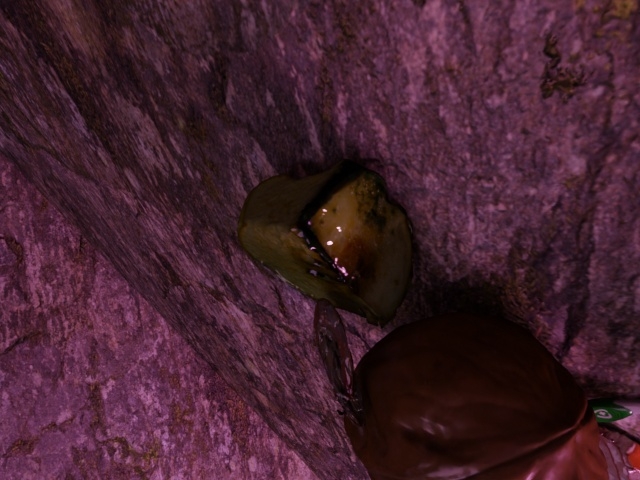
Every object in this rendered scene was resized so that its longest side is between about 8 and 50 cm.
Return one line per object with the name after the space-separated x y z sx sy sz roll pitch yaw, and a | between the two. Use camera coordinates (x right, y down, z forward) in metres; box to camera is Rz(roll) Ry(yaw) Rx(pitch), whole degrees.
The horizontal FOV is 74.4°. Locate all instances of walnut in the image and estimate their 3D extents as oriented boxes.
0.218 0.288 0.644 0.353 0.308 0.398 62 150 6 | walnut

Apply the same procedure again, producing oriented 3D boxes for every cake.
0.511 0.415 0.680 0.287 0.135 0.098 47 162 7 | cake

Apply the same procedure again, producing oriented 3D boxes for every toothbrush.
0.427 0.260 0.653 0.042 0.040 0.418 44 152 -6 | toothbrush

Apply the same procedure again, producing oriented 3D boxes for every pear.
0.000 0.000 0.680 0.256 0.163 0.238 3 141 51 | pear

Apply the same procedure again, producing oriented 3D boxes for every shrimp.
0.027 0.175 0.613 0.101 0.042 0.190 130 124 -68 | shrimp
